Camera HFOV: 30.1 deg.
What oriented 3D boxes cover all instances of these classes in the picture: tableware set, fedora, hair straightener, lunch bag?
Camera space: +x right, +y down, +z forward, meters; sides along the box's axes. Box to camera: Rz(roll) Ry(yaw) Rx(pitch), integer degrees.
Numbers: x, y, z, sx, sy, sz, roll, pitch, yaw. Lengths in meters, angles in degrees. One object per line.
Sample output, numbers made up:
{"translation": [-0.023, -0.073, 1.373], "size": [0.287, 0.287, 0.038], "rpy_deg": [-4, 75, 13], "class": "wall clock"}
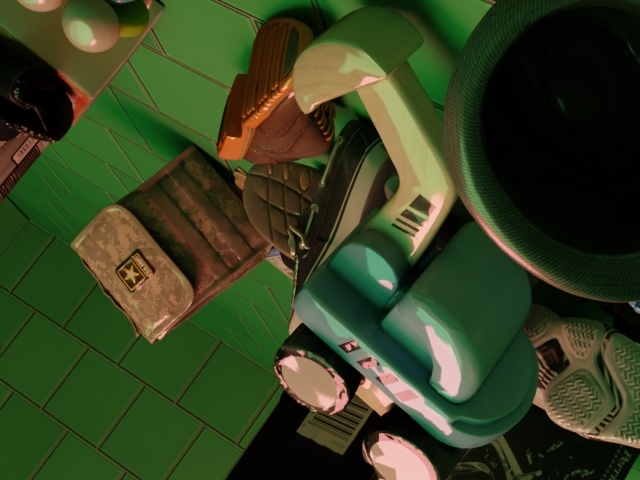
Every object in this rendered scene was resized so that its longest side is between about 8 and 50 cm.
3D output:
{"translation": [-0.106, -0.069, 2.098], "size": [0.141, 0.020, 0.168], "rpy_deg": [37, 165, -7], "class": "tableware set"}
{"translation": [0.224, -0.096, 0.973], "size": [0.275, 0.244, 0.124], "rpy_deg": [40, -166, -14], "class": "fedora"}
{"translation": [0.418, 0.131, 1.488], "size": [0.230, 0.047, 0.089], "rpy_deg": [29, 163, 25], "class": "hair straightener"}
{"translation": [-0.265, 0.013, 2.099], "size": [0.235, 0.287, 0.169], "rpy_deg": [50, 166, 4], "class": "lunch bag"}

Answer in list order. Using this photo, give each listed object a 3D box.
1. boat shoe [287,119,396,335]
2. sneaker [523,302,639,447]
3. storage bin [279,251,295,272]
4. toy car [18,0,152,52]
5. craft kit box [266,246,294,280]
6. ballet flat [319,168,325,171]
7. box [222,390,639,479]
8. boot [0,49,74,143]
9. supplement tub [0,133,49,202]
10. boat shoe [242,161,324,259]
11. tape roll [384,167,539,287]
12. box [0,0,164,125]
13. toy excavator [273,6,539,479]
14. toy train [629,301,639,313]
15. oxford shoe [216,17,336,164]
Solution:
{"translation": [0.012, -0.008, 1.547], "size": [0.105, 0.306, 0.113], "rpy_deg": [34, -152, 28], "class": "boat shoe"}
{"translation": [0.343, 0.176, 1.564], "size": [0.210, 0.137, 0.366], "rpy_deg": [26, 179, -44], "class": "sneaker"}
{"translation": [0.000, 0.000, 1.918], "size": [0.122, 0.084, 0.180], "rpy_deg": [29, 161, 20], "class": "storage bin"}
{"translation": [-0.280, -0.336, 1.476], "size": [0.182, 0.159, 0.136], "rpy_deg": [38, 128, -6], "class": "toy car"}
{"translation": [0.027, 0.070, 2.162], "size": [0.246, 0.061, 0.250], "rpy_deg": [42, 164, -12], "class": "craft kit box"}
{"translation": [0.067, -0.015, 1.769], "size": [0.232, 0.073, 0.080], "rpy_deg": [35, 166, 3], "class": "ballet flat"}
{"translation": [0.183, 0.363, 1.877], "size": [0.297, 0.480, 0.472], "rpy_deg": [15, 155, 52], "class": "box"}
{"translation": [-0.420, -0.182, 1.633], "size": [0.207, 0.094, 0.246], "rpy_deg": [33, 160, 27], "class": "boot"}
{"translation": [-0.533, -0.221, 1.996], "size": [0.193, 0.316, 0.193], "rpy_deg": [32, 164, 10], "class": "supplement tub"}
{"translation": [0.054, -0.010, 1.667], "size": [0.355, 0.132, 0.130], "rpy_deg": [27, -171, 20], "class": "boat shoe"}
{"translation": [0.187, -0.034, 1.446], "size": [0.219, 0.072, 0.219], "rpy_deg": [34, 165, 11], "class": "tape roll"}
{"translation": [-0.416, -0.345, 1.644], "size": [0.345, 0.168, 0.215], "rpy_deg": [39, 165, -12], "class": "box"}
{"translation": [0.105, 0.013, 1.318], "size": [0.433, 0.222, 0.445], "rpy_deg": [41, 139, 4], "class": "toy excavator"}
{"translation": [0.318, 0.012, 1.291], "size": [0.184, 0.080, 0.105], "rpy_deg": [27, 157, 30], "class": "toy train"}
{"translation": [-0.033, -0.177, 1.473], "size": [0.132, 0.130, 0.363], "rpy_deg": [13, 169, -12], "class": "oxford shoe"}
